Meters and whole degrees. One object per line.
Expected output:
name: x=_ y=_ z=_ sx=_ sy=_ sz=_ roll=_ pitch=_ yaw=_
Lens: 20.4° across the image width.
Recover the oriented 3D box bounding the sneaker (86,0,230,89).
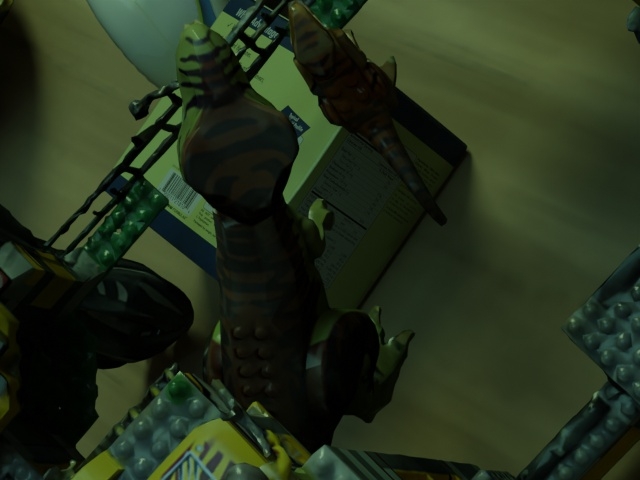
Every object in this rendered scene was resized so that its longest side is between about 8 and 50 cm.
sneaker: x=-0.027 y=-0.169 z=0.665 sx=0.126 sy=0.091 sz=0.240 roll=-23 pitch=53 yaw=26

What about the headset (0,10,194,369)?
headset: x=-0.202 y=-0.040 z=0.732 sx=0.394 sy=0.185 sz=0.243 roll=22 pitch=85 yaw=58

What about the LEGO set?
LEGO set: x=0.000 y=0.000 z=0.437 sx=0.331 sy=0.192 sz=0.255 roll=-40 pitch=73 yaw=7

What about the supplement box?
supplement box: x=-0.013 y=-0.025 z=0.599 sx=0.083 sy=0.056 sz=0.083 roll=36 pitch=91 yaw=44
